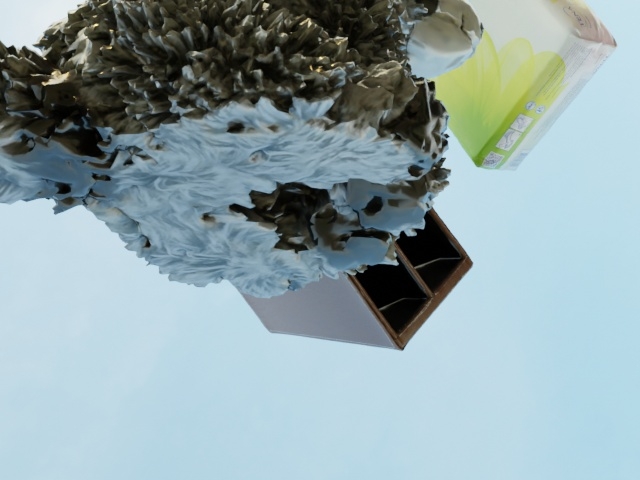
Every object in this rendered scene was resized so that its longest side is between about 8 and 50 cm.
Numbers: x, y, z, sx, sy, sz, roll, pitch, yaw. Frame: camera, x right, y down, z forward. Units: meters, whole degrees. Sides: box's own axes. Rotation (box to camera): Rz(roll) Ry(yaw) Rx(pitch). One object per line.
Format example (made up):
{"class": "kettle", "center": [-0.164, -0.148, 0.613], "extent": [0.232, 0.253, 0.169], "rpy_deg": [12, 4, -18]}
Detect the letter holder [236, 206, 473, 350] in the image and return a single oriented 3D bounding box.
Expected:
{"class": "letter holder", "center": [0.000, 0.000, 1.458], "extent": [0.152, 0.302, 0.214], "rpy_deg": [-47, -67, -24]}

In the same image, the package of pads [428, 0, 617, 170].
{"class": "package of pads", "center": [0.225, -0.268, 1.521], "extent": [0.101, 0.229, 0.296], "rpy_deg": [6, -138, -41]}

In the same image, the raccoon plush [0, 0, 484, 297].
{"class": "raccoon plush", "center": [-0.087, -0.164, 0.718], "extent": [0.446, 0.216, 0.299], "rpy_deg": [21, -129, -32]}
